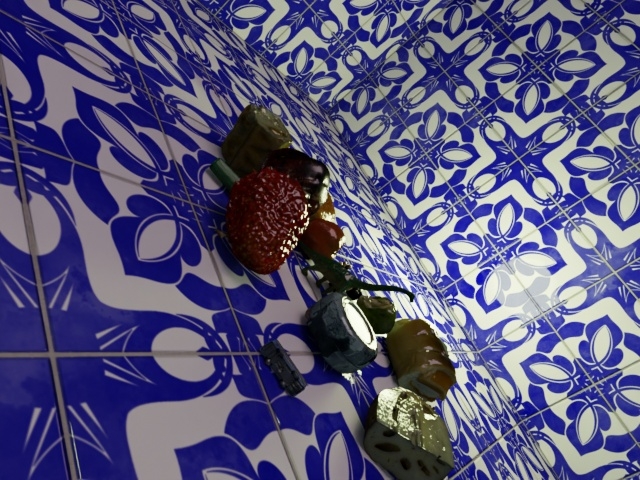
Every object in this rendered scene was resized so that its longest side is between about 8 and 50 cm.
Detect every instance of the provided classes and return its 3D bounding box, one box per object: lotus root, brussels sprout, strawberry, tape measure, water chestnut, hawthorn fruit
[{"bbox_3d":[0.245,0.577,1.430,0.267,0.149,0.260,32,17,-3],"label":"lotus root"},{"bbox_3d":[0.220,0.300,1.865,0.131,0.146,0.183,-8,16,-42],"label":"brussels sprout"},{"bbox_3d":[-0.187,-0.062,1.427,0.292,0.292,0.343,49,34,-10],"label":"strawberry"},{"bbox_3d":[0.071,0.298,1.513,0.256,0.147,0.275,58,16,9],"label":"tape measure"},{"bbox_3d":[-0.100,-0.196,1.705,0.289,0.244,0.289,38,-11,9],"label":"water chestnut"},{"bbox_3d":[0.000,0.000,1.845,0.189,0.189,0.189,45,20,-22],"label":"hawthorn fruit"}]

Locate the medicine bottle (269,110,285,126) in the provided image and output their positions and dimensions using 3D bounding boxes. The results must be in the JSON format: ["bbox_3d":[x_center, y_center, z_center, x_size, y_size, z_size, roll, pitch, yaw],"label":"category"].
[{"bbox_3d":[-0.256,-0.563,2.297,0.135,0.135,0.215,56,19,9],"label":"medicine bottle"}]

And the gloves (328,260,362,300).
[{"bbox_3d":[0.089,0.154,1.835,0.203,0.124,0.164,40,10,-37],"label":"gloves"}]

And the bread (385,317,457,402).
[{"bbox_3d":[0.418,0.464,1.928,0.300,0.210,0.341,43,20,-31],"label":"bread"}]

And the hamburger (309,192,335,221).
[{"bbox_3d":[-0.070,-0.184,1.994,0.314,0.170,0.290,58,19,14],"label":"hamburger"}]

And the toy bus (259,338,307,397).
[{"bbox_3d":[-0.096,0.330,1.216,0.153,0.051,0.061,55,7,7],"label":"toy bus"}]

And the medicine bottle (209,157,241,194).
[{"bbox_3d":[-0.269,-0.158,1.640,0.309,0.076,0.111,47,4,-12],"label":"medicine bottle"}]

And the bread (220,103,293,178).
[{"bbox_3d":[-0.253,-0.368,1.805,0.238,0.252,0.196,38,28,-24],"label":"bread"}]

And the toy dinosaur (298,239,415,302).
[{"bbox_3d":[0.099,0.101,1.685,0.447,0.301,0.087,57,21,8],"label":"toy dinosaur"}]
